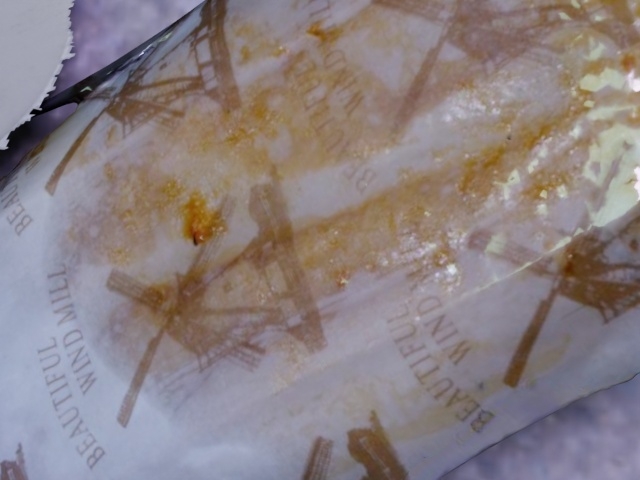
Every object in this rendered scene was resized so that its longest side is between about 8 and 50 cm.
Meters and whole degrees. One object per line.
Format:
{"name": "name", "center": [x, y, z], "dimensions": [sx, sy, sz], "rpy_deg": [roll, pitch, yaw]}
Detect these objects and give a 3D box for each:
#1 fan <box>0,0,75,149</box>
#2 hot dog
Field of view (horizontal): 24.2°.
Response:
{"name": "fan", "center": [-0.145, -0.015, 0.433], "dimensions": [0.190, 0.009, 0.329], "rpy_deg": [-20, 53, -12]}
{"name": "hot dog", "center": [0.000, 0.000, 0.429], "dimensions": [0.270, 0.082, 0.163], "rpy_deg": [-29, 68, 20]}
